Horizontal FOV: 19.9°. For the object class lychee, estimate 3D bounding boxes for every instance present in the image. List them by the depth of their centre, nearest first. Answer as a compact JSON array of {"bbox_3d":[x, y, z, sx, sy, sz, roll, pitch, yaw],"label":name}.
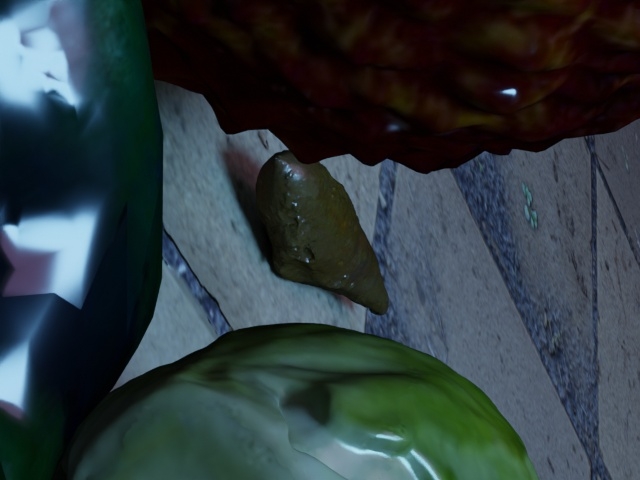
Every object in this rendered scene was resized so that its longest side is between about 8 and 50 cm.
[{"bbox_3d":[0.066,-0.235,0.873,0.424,0.500,0.424,-159,-90,-84],"label":"lychee"}]

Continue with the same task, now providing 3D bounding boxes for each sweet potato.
[{"bbox_3d":[0.000,0.000,1.129,0.068,0.060,0.206,-60,147,-10],"label":"sweet potato"}]

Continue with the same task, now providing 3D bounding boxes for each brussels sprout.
[{"bbox_3d":[-0.017,0.136,0.695,0.271,0.219,0.210,66,14,-69],"label":"brussels sprout"}]

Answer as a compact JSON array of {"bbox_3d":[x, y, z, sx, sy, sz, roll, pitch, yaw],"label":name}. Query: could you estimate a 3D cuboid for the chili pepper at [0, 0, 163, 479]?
[{"bbox_3d":[-0.166,-0.021,0.457,0.248,0.233,0.256,-58,138,-43],"label":"chili pepper"}]
